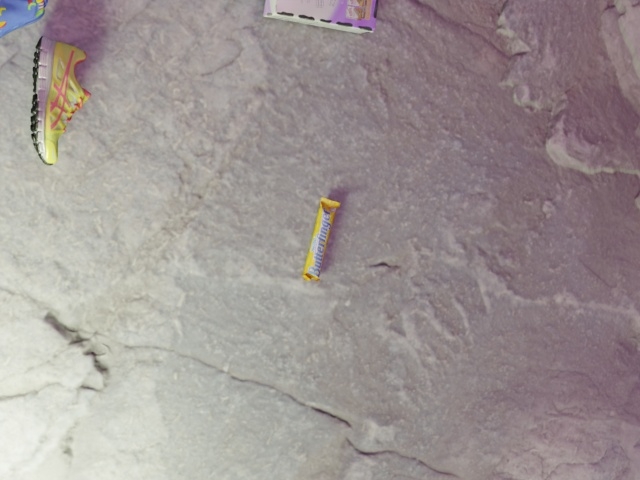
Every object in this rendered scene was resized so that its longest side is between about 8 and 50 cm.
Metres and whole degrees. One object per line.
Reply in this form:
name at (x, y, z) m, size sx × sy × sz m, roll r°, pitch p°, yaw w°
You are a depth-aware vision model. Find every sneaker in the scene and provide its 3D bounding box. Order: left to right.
sneaker at (-0.425, -0.226, 1.615) m, size 0.094 × 0.081 × 0.208 m, roll 3°, pitch 97°, yaw -24°

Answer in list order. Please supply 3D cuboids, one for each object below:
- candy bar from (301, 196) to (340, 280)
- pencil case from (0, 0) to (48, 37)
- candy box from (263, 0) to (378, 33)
candy bar at (0.000, 0.000, 1.853) m, size 0.040 × 0.018 × 0.161 m, roll 14°, pitch 92°, yaw -23°
pencil case at (-0.566, -0.332, 1.519) m, size 0.306 × 0.119 × 0.133 m, roll -38°, pitch 108°, yaw -12°
candy box at (0.007, -0.468, 1.754) m, size 0.196 × 0.070 × 0.165 m, roll 5°, pitch 96°, yaw -23°
